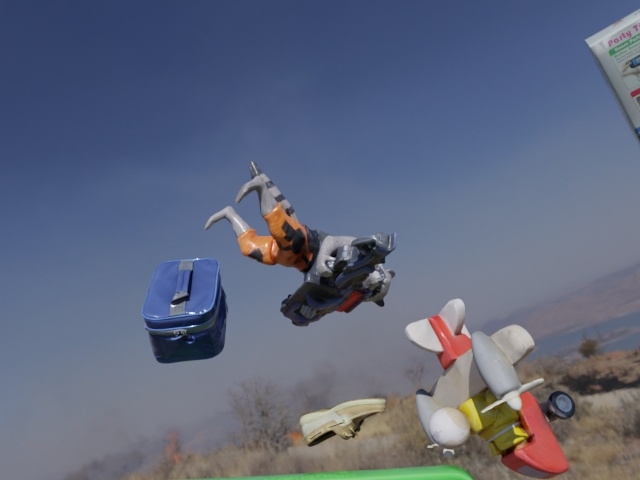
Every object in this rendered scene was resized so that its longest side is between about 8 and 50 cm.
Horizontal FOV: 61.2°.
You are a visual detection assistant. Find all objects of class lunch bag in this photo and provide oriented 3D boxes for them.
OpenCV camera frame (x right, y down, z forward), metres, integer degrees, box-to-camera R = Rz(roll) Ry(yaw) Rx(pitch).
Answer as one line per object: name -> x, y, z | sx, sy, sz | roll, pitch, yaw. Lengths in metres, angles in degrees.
lunch bag -> -0.123, 0.061, 0.496 | 0.067, 0.098, 0.065 | -7, -58, -3

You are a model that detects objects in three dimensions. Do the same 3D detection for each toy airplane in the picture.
toy airplane -> 0.320, 0.328, 1.185 | 0.272, 0.386, 0.384 | -33, 24, -31

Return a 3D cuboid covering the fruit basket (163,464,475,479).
fruit basket -> -0.006, 0.385, 0.541 | 0.391, 0.283, 0.392 | -2, -23, -1

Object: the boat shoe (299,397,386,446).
boat shoe -> 0.032, 0.245, 0.728 | 0.135, 0.045, 0.050 | -28, -31, 30

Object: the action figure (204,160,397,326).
action figure -> 0.000, 0.000, 0.918 | 0.330, 0.179, 0.341 | 34, -39, -17

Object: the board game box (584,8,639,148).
board game box -> 0.542, -0.200, 0.738 | 0.224, 0.303, 0.097 | -27, 12, 30
